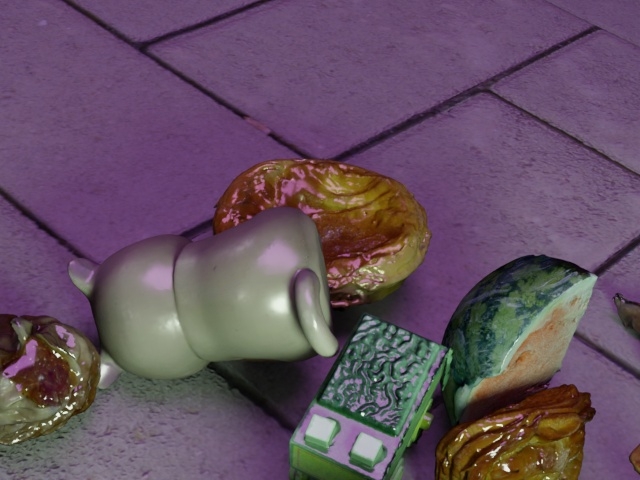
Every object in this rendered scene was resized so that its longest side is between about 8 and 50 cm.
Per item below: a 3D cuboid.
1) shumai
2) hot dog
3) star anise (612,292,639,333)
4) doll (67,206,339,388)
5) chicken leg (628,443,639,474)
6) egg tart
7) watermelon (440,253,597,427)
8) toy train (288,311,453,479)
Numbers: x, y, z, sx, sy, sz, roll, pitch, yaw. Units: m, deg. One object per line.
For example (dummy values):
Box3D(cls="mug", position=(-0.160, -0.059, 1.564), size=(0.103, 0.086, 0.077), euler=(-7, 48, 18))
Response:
Box3D(cls="shumai", position=(-0.404, 0.154, 1.457), size=(0.218, 0.185, 0.184), euler=(13, 53, 3))
Box3D(cls="hot dog", position=(0.279, 0.283, 1.495), size=(0.259, 0.175, 0.114), euler=(-15, 27, -30))
Box3D(cls="star anise", position=(0.572, 0.163, 1.803), size=(0.171, 0.063, 0.208), euler=(5, 35, -15))
Box3D(cls="doll", position=(-0.138, 0.079, 1.569), size=(0.370, 0.215, 0.226), euler=(-8, 11, 21))
Box3D(cls="chicken leg", position=(0.469, 0.402, 1.326), size=(0.409, 0.182, 0.295), euler=(57, 12, -5))
Box3D(cls="egg tart", position=(0.000, 0.000, 1.796), size=(0.352, 0.150, 0.352), euler=(2, 41, -2))
Box3D(cls="watermelon", position=(0.261, 0.142, 1.554), size=(0.180, 0.305, 0.224), euler=(14, 39, -1))
Box3D(cls="toy train", position=(0.061, 0.233, 1.467), size=(0.159, 0.188, 0.272), euler=(23, 56, 14))
